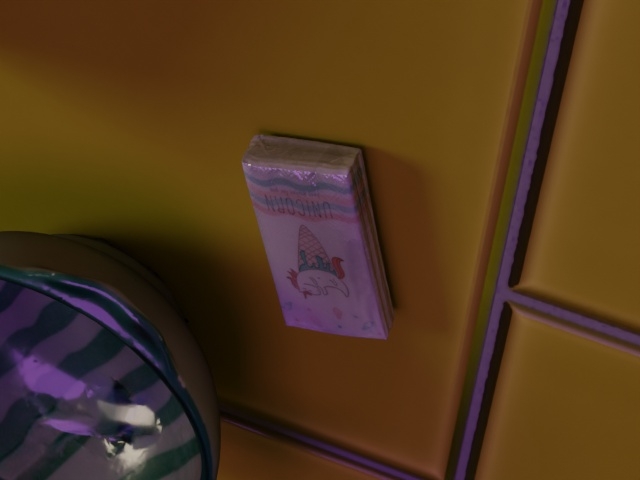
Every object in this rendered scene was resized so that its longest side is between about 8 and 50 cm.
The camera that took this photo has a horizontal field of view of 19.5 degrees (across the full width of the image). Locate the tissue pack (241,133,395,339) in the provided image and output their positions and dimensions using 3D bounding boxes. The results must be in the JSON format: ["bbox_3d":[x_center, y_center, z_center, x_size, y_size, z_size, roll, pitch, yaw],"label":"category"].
[{"bbox_3d":[0.000,0.000,0.863,0.056,0.023,0.108,8,137,24],"label":"tissue pack"}]

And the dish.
[{"bbox_3d":[-0.118,0.067,0.962,0.246,0.078,0.224,40,139,-12],"label":"dish"}]
